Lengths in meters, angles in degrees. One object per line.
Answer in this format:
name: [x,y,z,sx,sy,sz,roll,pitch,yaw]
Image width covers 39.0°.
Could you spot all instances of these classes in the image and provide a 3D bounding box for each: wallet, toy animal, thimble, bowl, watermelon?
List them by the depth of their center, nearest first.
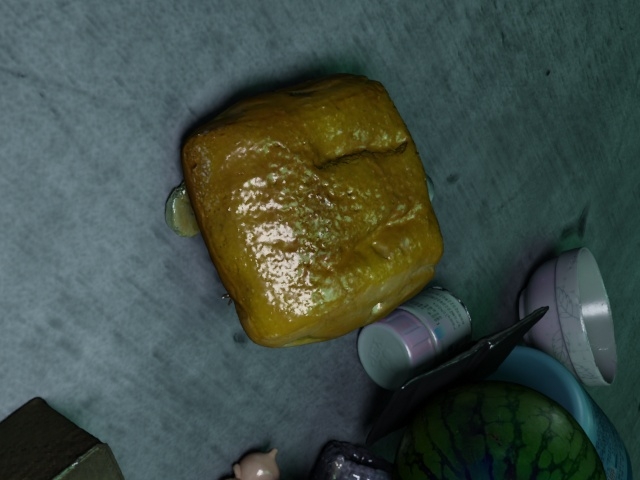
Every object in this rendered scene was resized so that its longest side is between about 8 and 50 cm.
toy animal: [-0.109,0.375,1.357,0.150,0.089,0.083,-60,137,-24]
watermelon: [0.273,0.385,1.388,0.363,0.363,0.363,-23,123,-41]
thimble: [0.058,0.404,1.507,0.150,0.150,0.098,21,90,-51]
wallet: [0.222,0.229,1.515,0.323,0.041,0.247,-22,155,-28]
bowl: [0.503,0.165,1.862,0.287,0.143,0.287,34,49,-52]

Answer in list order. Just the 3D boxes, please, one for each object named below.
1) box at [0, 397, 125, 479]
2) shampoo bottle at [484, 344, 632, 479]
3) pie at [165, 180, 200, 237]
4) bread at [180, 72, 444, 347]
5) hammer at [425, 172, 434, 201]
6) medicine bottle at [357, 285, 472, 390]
box: [-0.357,0.341,1.016,0.273,0.143,0.184,-38,131,-33]
shampoo bottle: [0.401,0.412,1.756,0.331,0.331,0.342,-59,139,-12]
pie: [-0.163,-0.043,1.159,0.084,0.020,0.084,-21,122,-39]
bread: [0.004,-0.042,1.168,0.328,0.148,0.337,-21,94,-41]
hammer: [0.110,-0.023,1.445,0.116,0.069,0.194,5,107,-50]
medicine bottle: [0.159,0.166,1.529,0.168,0.135,0.135,-21,122,-41]
